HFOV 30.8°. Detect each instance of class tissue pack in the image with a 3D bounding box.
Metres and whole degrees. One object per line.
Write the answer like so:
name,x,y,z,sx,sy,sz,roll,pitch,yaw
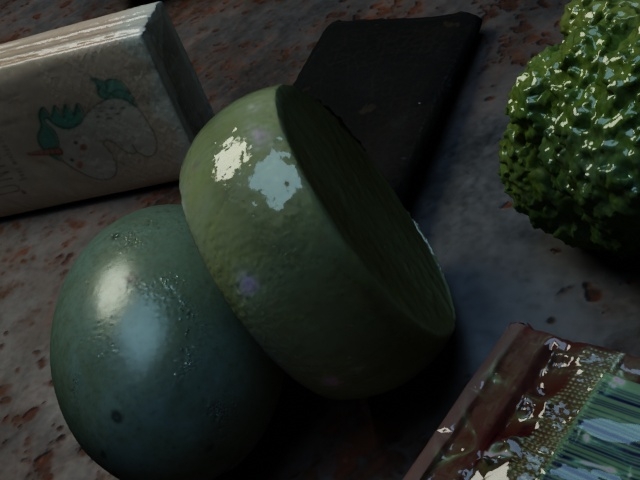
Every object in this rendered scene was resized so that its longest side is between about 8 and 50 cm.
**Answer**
tissue pack,-0.274,-0.117,1.152,0.325,0.170,0.071,-10,36,21

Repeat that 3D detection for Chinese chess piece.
Chinese chess piece,0.000,0.000,0.812,0.092,0.238,0.238,-35,35,18

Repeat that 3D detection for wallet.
wallet,0.034,-0.108,1.067,0.170,0.044,0.321,-1,41,28

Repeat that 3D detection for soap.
soap,0.123,0.174,0.642,0.217,0.098,0.273,13,53,40

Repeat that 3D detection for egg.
egg,-0.108,0.073,0.834,0.169,0.169,0.237,-16,40,13

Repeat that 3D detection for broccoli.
broccoli,0.261,-0.124,0.780,0.302,0.254,0.186,-39,80,-4
